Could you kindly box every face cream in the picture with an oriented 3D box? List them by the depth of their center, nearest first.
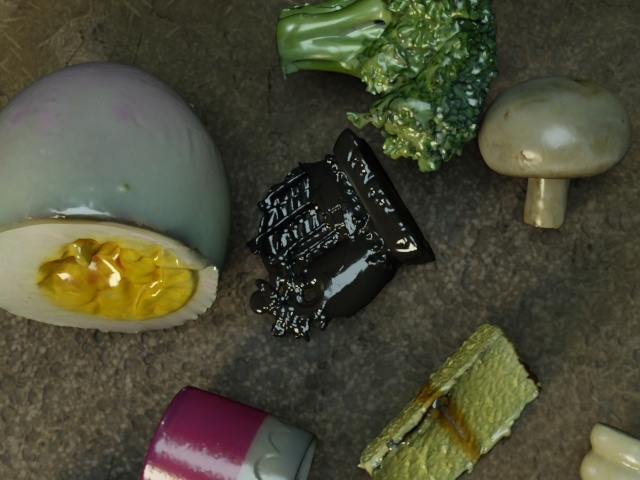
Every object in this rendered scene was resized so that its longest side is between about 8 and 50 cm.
[{"bbox_3d":[-0.121,0.306,1.394,0.195,0.175,0.175,19,82,8],"label":"face cream"}]

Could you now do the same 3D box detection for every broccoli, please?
[{"bbox_3d":[0.115,-0.291,1.431,0.317,0.277,0.338,26,92,11],"label":"broccoli"}]

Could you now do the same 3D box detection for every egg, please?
[{"bbox_3d":[-0.294,-0.090,1.409,0.354,0.354,0.339,-4,61,5],"label":"egg"}]

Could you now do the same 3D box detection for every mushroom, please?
[{"bbox_3d":[0.321,-0.116,1.437,0.207,0.207,0.215,1,111,6],"label":"mushroom"}]

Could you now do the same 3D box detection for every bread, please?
[{"bbox_3d":[0.171,0.237,1.411,0.266,0.142,0.178,-43,119,-4],"label":"bread"}]

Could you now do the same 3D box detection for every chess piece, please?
[{"bbox_3d":[0.380,0.402,1.345,0.167,0.167,0.299,23,87,9],"label":"chess piece"}]

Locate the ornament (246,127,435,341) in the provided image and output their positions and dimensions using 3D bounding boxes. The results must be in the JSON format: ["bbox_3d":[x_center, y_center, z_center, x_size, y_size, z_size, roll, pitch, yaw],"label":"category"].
[{"bbox_3d":[0.000,0.000,1.485,0.260,0.106,0.251,-30,71,8],"label":"ornament"}]
